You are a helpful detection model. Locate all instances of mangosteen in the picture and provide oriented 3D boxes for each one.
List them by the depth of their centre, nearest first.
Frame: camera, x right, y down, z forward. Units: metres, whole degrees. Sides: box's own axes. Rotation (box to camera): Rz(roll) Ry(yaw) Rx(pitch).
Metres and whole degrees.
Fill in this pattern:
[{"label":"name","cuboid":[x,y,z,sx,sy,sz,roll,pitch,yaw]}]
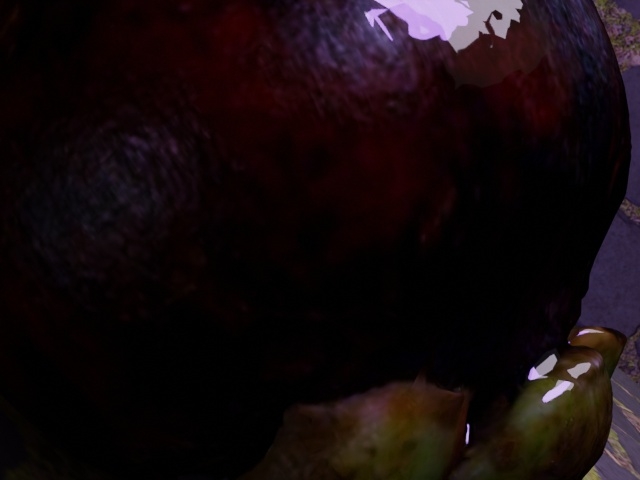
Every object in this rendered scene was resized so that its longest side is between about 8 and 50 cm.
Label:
[{"label":"mangosteen","cuboid":[-0.010,-0.013,0.573,0.311,0.311,0.311,39,8,-7]}]
